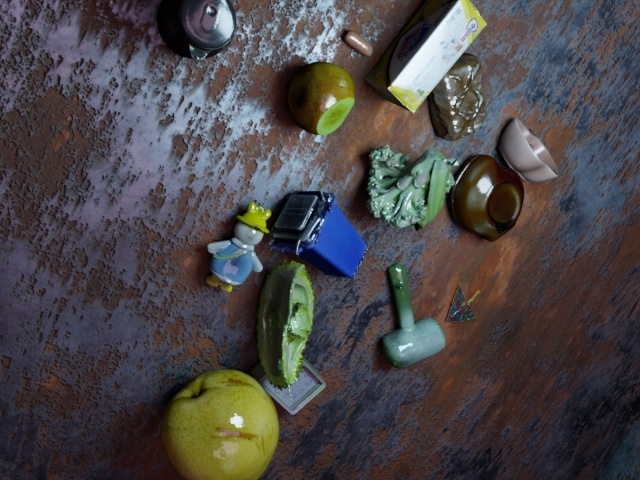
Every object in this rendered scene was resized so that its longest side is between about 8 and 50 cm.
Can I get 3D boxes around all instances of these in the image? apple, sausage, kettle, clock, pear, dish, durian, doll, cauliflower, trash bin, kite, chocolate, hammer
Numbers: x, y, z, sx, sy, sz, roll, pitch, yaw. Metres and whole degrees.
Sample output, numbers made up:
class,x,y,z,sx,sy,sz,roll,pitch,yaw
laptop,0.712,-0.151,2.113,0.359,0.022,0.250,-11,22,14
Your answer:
class,x,y,z,sx,sy,sz,roll,pitch,yaw
apple,0.008,-0.334,1.163,0.147,0.163,0.146,0,153,-35
sausage,0.094,-0.482,1.215,0.083,0.034,0.034,26,98,-29
kettle,-0.225,-0.451,0.972,0.143,0.232,0.202,20,101,-30
clock,-0.094,0.406,1.464,0.147,0.071,0.192,-40,121,-5
pear,-0.259,0.495,1.307,0.313,0.314,0.315,-9,113,-20
dish,0.609,-0.253,1.479,0.213,0.214,0.090,29,130,-30
durian,-0.101,0.221,1.313,0.157,0.169,0.356,5,98,3
doll,-0.202,0.020,1.249,0.135,0.098,0.241,30,97,9
cauliflower,0.254,-0.156,1.286,0.256,0.239,0.315,-1,154,-25
trash bin,0.000,0.000,1.282,0.234,0.162,0.184,43,66,-39
kite,0.482,0.223,1.680,0.159,0.010,0.190,-36,122,-9
chocolate,0.374,-0.390,1.337,0.148,0.093,0.214,-29,122,-15
hammer,0.269,0.226,1.539,0.206,0.119,0.336,-20,111,-17

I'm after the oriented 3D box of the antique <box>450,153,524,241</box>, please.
class,x,y,z,sx,sy,sz,roll,pitch,yaw
antique,0.505,-0.121,1.485,0.223,0.129,0.278,-32,122,-11

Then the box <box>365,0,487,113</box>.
class,x,y,z,sx,sy,sz,roll,pitch,yaw
box,0.248,-0.455,1.201,0.097,0.168,0.265,34,104,-27
